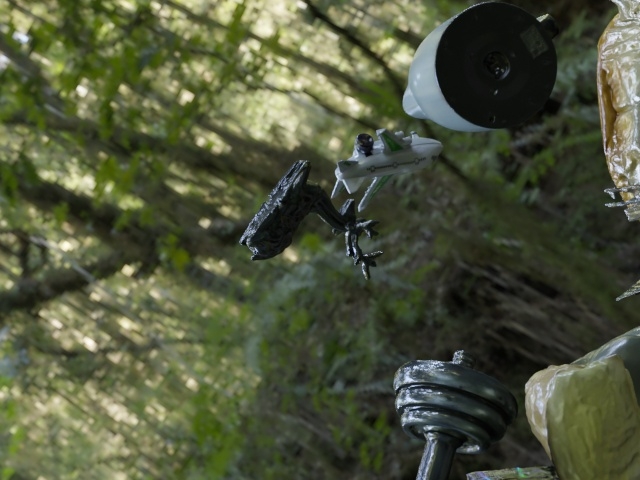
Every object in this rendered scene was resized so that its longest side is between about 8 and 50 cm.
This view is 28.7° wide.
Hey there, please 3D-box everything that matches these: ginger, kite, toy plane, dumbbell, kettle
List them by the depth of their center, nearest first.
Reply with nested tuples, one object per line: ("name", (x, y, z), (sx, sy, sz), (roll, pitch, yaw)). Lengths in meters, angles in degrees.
("ginger", (0.304, 0.235, 1.471), (0.115, 0.193, 0.122), (-13, 1, -17))
("dumbbell", (0.144, 0.336, 1.666), (0.179, 0.179, 0.406), (69, -145, -62))
("kettle", (0.229, -0.239, 1.695), (0.221, 0.161, 0.236), (-34, 5, -6))
("kite", (0.540, 0.031, 1.845), (0.250, 0.012, 0.229), (-29, 0, -12))
("toy plane", (0.135, -0.170, 2.577), (0.255, 0.101, 0.251), (-21, -30, -21))

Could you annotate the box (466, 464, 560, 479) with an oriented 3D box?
("box", (0.319, 0.394, 1.658), (0.310, 0.198, 0.084), (-113, 19, -77))

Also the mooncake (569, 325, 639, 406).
("mooncake", (0.455, 0.229, 1.953), (0.275, 0.135, 0.275), (-27, -8, -4))

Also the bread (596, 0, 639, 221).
("bread", (0.549, -0.192, 1.949), (0.183, 0.236, 0.388), (162, 111, -67))

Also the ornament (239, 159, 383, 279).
("ornament", (0.000, 0.000, 2.246), (0.202, 0.236, 0.080), (-55, 19, -5))
